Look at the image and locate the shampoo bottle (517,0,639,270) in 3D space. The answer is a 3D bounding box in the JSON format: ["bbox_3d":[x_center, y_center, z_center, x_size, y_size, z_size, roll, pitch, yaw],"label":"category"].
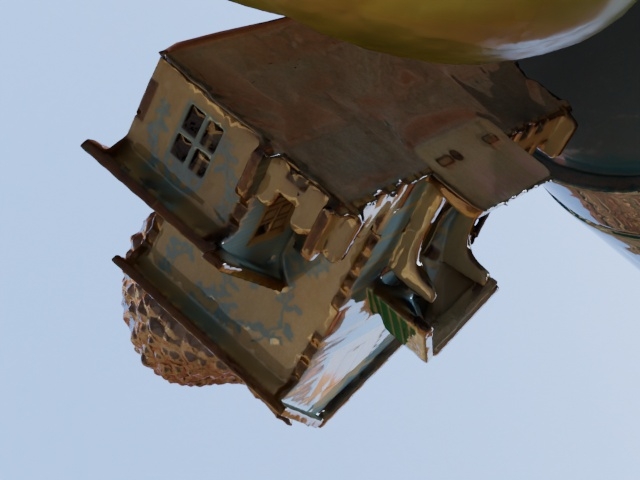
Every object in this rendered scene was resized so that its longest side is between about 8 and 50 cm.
[{"bbox_3d":[0.332,-0.094,0.967,0.331,0.343,0.331,-27,-135,31],"label":"shampoo bottle"}]

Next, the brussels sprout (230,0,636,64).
[{"bbox_3d":[0.029,-0.218,0.558,0.328,0.247,0.328,1,-87,20],"label":"brussels sprout"}]

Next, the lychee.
[{"bbox_3d":[-0.070,0.052,1.123,0.165,0.165,0.197,-14,-95,19],"label":"lychee"}]

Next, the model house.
[{"bbox_3d":[0.000,0.000,0.784,0.178,0.271,0.206,40,-56,15],"label":"model house"}]
